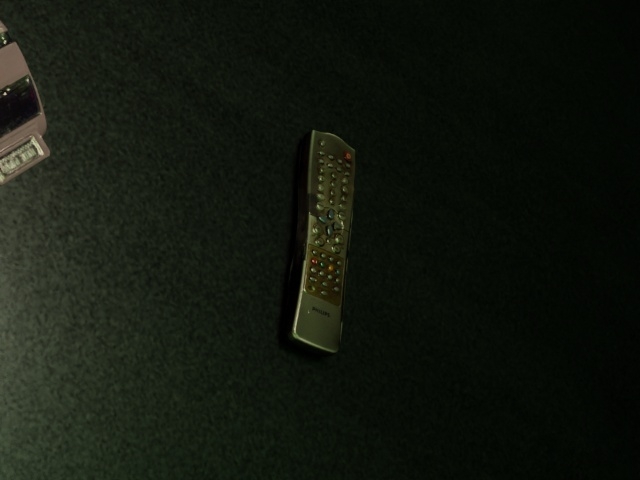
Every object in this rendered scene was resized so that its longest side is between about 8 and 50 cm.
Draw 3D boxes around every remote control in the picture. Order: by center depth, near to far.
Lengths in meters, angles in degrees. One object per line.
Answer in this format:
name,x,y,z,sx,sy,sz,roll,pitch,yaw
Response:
remote control,0.000,0.000,1.278,0.059,0.028,0.212,23,57,-29

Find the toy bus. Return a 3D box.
toy bus,-0.266,-0.066,0.948,0.096,0.199,0.108,-39,102,-44
